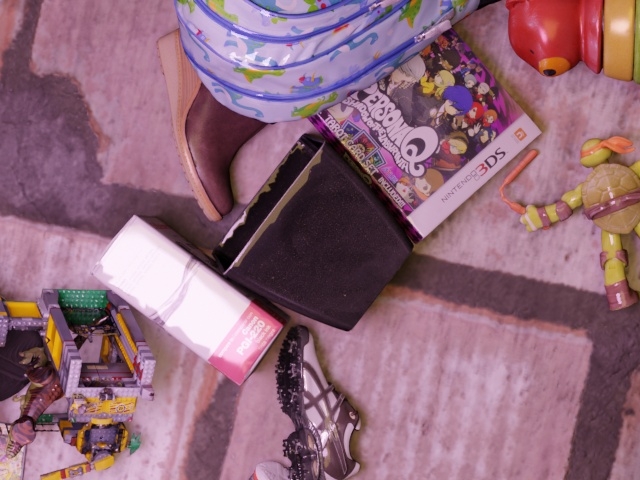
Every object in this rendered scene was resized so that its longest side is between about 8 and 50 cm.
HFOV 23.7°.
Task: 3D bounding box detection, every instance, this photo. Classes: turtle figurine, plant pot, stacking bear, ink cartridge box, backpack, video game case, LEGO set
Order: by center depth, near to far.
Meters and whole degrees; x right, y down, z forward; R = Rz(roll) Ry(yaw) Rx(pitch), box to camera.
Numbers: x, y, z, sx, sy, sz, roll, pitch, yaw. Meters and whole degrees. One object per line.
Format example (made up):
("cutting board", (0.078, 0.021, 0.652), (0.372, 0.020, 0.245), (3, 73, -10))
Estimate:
("LEGO set", (-0.331, 0.184, 1.714), (0.331, 0.192, 0.255), (11, 112, -27))
("backpack", (-0.003, -0.296, 1.715), (0.355, 0.273, 0.290), (-41, 73, -5))
("plant pot", (0.000, 0.000, 1.796), (0.167, 0.187, 0.188), (36, 90, -11))
("stacking bear", (0.364, -0.252, 1.797), (0.289, 0.175, 0.164), (2, 74, 10))
("ink cartridge box", (-0.149, 0.066, 1.801), (0.218, 0.158, 0.092), (35, 92, 1))
("video game case", (0.115, -0.149, 1.820), (0.210, 0.042, 0.232), (-40, 91, -19))
("turtle figurine", (0.369, -0.041, 1.823), (0.269, 0.087, 0.217), (-23, 89, 1))
("video game case", (-0.409, 0.284, 1.880), (0.087, 0.011, 0.122), (6, 90, 1))

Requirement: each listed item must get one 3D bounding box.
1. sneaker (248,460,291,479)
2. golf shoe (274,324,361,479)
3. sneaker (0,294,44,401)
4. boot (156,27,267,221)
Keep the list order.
("sneaker", (-0.027, 0.335, 1.856), (0.158, 0.061, 0.065), (41, 117, 3))
("golf shoe", (0.000, 0.198, 1.848), (0.094, 0.077, 0.198), (-4, 87, -21))
("sneaker", (-0.540, 0.026, 1.812), (0.447, 0.257, 0.169), (28, 104, -32))
("boot", (-0.076, -0.162, 1.836), (0.207, 0.090, 0.248), (-13, 86, 3))
